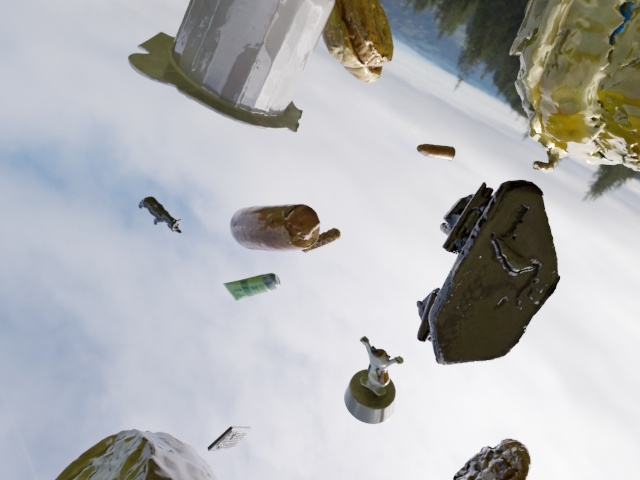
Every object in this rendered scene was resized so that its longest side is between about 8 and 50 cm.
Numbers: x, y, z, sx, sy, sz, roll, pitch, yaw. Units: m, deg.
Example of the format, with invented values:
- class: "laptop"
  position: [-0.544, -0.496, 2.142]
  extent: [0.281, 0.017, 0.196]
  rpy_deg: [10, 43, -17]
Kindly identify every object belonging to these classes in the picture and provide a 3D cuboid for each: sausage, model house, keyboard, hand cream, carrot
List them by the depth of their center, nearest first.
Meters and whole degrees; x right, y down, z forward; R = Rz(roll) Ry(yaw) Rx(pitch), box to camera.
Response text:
- class: "model house"
  position: [0.174, 0.034, 0.491]
  extent: [0.141, 0.203, 0.164]
  rpy_deg: [31, -172, -16]
- class: "keyboard"
  position: [-0.155, 0.345, 0.732]
  extent: [0.053, 0.155, 0.010]
  rpy_deg: [-40, -110, -13]
- class: "sausage"
  position: [-0.115, -0.026, 0.896]
  extent: [0.109, 0.109, 0.270]
  rpy_deg: [3, 180, -36]
- class: "carrot"
  position: [0.343, -0.266, 1.266]
  extent: [0.139, 0.048, 0.048]
  rpy_deg: [-2, -140, -31]
- class: "hand cream"
  position: [-0.218, 0.150, 1.371]
  extent: [0.175, 0.095, 0.046]
  rpy_deg: [-17, -138, 9]

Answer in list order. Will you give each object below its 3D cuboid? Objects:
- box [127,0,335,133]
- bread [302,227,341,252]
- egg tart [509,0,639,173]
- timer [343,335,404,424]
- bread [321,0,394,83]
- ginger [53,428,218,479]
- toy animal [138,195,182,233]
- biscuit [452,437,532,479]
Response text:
- class: "box"
  position: [-0.120, -0.328, 0.627]
  extent: [0.291, 0.206, 0.262]
  rpy_deg: [-7, -128, -47]
- class: "bread"
  position: [0.000, 0.000, 1.485]
  extent: [0.044, 0.157, 0.052]
  rpy_deg: [-98, -19, -48]
- class: "egg tart"
  position: [0.340, -0.161, 0.303]
  extent: [0.388, 0.388, 0.169]
  rpy_deg: [11, -126, -26]
- class: "timer"
  position: [0.176, 0.433, 1.336]
  extent: [0.175, 0.266, 0.175]
  rpy_deg: [4, -145, -3]
- class: "bread"
  position: [0.088, -0.492, 0.996]
  extent: [0.236, 0.120, 0.198]
  rpy_deg: [8, -109, -58]
- class: "ginger"
  position: [-0.100, 0.248, 0.296]
  extent: [0.221, 0.130, 0.276]
  rpy_deg: [45, 163, -10]
- class: "toy animal"
  position: [-0.432, -0.067, 1.151]
  extent: [0.135, 0.065, 0.047]
  rpy_deg: [49, -125, -15]
- class: "biscuit"
  position: [0.400, 0.631, 1.073]
  extent: [0.081, 0.334, 0.289]
  rpy_deg: [42, -164, 16]
